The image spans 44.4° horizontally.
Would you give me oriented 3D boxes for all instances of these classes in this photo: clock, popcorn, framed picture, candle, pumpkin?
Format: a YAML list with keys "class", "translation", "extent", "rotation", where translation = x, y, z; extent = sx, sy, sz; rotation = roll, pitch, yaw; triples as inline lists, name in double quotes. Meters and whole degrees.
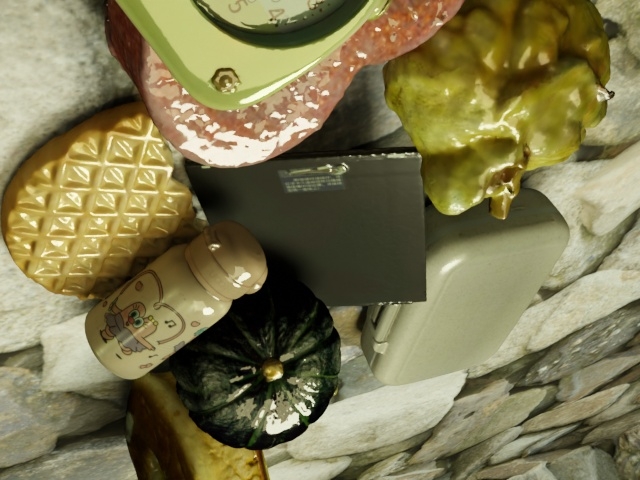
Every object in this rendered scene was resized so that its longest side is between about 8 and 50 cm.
- class: "clock"
  translation: [-0.020, -0.200, 0.487]
  extent: [0.232, 0.069, 0.170]
  rotation: [-31, 128, 5]
- class: "popcorn"
  translation: [0.178, -0.150, 0.756]
  extent: [0.233, 0.192, 0.266]
  rotation: [4, 98, -52]
- class: "framed picture"
  translation: [0.000, 0.000, 0.956]
  extent: [0.255, 0.014, 0.338]
  rotation: [-3, 148, 7]
- class: "candle"
  translation: [-0.028, -0.217, 0.590]
  extent: [0.317, 0.131, 0.287]
  rotation: [-37, 138, 2]
- class: "pumpkin"
  translation: [-0.080, 0.149, 0.981]
  extent: [0.220, 0.220, 0.162]
  rotation: [-15, -175, -19]

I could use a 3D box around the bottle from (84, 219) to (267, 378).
- class: "bottle"
  translation: [-0.150, 0.063, 0.869]
  extent: [0.209, 0.097, 0.110]
  rotation: [-35, 139, 16]

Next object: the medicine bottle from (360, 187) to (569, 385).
- class: "medicine bottle"
  translation: [0.211, 0.079, 1.214]
  extent: [0.282, 0.123, 0.375]
  rotation: [-11, 144, -23]

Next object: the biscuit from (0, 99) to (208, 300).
- class: "biscuit"
  translation: [-0.227, -0.010, 0.841]
  extent: [0.204, 0.040, 0.309]
  rotation: [-20, 148, -8]

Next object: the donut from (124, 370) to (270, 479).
- class: "donut"
  translation: [-0.173, 0.335, 1.134]
  extent: [0.160, 0.330, 0.330]
  rotation: [-12, 145, -35]
